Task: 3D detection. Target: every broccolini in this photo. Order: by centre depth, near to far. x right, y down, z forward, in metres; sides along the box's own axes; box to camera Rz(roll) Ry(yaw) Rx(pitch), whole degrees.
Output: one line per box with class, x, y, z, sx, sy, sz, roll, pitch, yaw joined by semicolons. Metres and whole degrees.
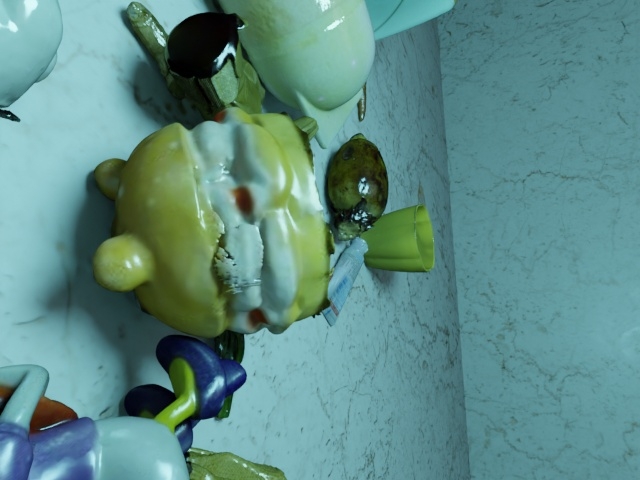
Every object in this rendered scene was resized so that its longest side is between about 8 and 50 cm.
broccolini;-0.128;0.161;0.654;0.091;0.068;0.202;10;74;-82

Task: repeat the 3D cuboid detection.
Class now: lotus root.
lotus root;0.098;-0.151;1.086;0.169;0.142;0.313;47;42;-54

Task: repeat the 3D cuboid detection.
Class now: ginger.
ginger;-0.220;-0.268;0.614;0.057;0.044;0.137;-51;128;-32

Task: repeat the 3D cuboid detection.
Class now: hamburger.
hamburger;-0.128;-0.010;0.509;0.237;0.276;0.276;-10;93;-19

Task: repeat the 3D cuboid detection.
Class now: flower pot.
flower pot;0.214;0.003;1.230;0.195;0.179;0.194;24;62;-57

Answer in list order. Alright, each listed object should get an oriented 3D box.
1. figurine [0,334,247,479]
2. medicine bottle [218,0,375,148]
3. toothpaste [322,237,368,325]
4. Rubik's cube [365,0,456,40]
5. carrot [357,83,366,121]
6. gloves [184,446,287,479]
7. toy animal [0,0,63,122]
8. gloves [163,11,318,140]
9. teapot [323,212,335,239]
figurine;-0.218;0.204;0.318;0.421;0.193;0.154;-8;134;-56
medicine bottle;-0.031;-0.395;0.796;0.406;0.236;0.235;60;34;-36
toothpaste;0.056;0.089;1.049;0.089;0.057;0.234;61;41;-33
Rubik's cube;0.173;-0.797;1.176;0.347;0.352;0.351;53;42;-44
carrot;0.127;-0.447;1.341;0.036;0.036;0.164;13;74;-61
gloves;-0.103;0.386;0.545;0.356;0.156;0.203;59;39;-43
toy animal;-0.291;-0.164;0.250;0.325;0.209;0.153;-147;-118;-73
gloves;-0.113;-0.197;0.666;0.141;0.154;0.331;-58;161;-3
teapot;0.000;0.000;0.937;0.076;0.069;0.121;-14;96;-63
